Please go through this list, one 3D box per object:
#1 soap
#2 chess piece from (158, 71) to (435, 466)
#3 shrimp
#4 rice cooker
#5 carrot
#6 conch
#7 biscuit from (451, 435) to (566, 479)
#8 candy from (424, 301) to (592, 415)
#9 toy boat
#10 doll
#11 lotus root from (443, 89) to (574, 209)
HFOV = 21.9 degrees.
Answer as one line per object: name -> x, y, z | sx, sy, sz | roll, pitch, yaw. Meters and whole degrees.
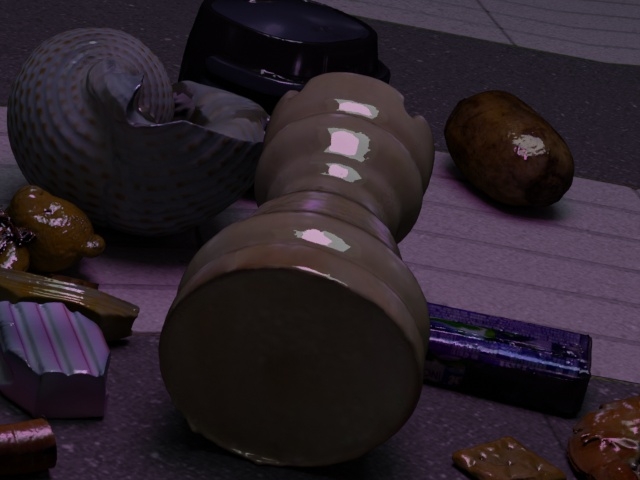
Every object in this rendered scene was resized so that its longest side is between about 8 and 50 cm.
soap -> -0.250, 0.111, 1.537 | 0.100, 0.056, 0.149 | 0, 24, -21
chess piece -> 0.000, 0.000, 1.611 | 0.234, 0.234, 0.442 | 12, 33, 2
shrimp -> 0.309, 0.220, 1.552 | 0.154, 0.062, 0.294 | 1, 19, 8
rice cooker -> -0.054, -0.186, 2.119 | 0.267, 0.224, 0.267 | 10, 21, -4
carrot -> -0.291, 0.176, 1.377 | 0.139, 0.048, 0.048 | -4, 27, -30
conch -> -0.208, -0.107, 1.873 | 0.303, 0.215, 0.319 | 16, 16, -13
biscuit -> 0.177, 0.212, 1.550 | 0.083, 0.018, 0.081 | -8, 29, -40
candy -> 0.125, 0.108, 1.717 | 0.312, 0.061, 0.088 | 12, 27, 6
toy boat -> -0.266, 0.062, 1.636 | 0.172, 0.065, 0.066 | 14, 29, -6
doll -> -0.340, -0.010, 1.739 | 0.210, 0.097, 0.137 | -8, 35, -28
lotus root -> 0.251, -0.130, 2.254 | 0.145, 0.128, 0.260 | 15, 24, -29
